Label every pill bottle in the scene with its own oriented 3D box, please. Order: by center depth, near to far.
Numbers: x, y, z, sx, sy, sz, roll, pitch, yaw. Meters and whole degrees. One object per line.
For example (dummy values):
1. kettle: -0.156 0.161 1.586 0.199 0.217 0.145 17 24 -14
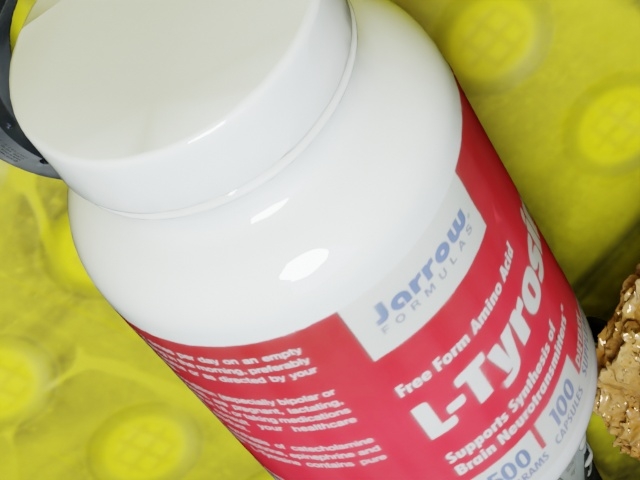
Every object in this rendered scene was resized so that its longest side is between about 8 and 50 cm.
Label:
1. pill bottle: 0.000 0.000 1.005 0.229 0.229 0.407 -32 139 4

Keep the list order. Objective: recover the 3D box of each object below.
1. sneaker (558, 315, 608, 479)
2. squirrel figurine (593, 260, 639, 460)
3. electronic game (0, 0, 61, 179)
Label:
1. sneaker: 0.189 0.127 1.294 0.132 0.086 0.229 -42 126 9
2. squirrel figurine: 0.302 0.142 1.216 0.370 0.281 0.397 -33 111 -8
3. electronic game: -0.115 -0.129 1.028 0.229 0.048 0.229 -15 134 -16
